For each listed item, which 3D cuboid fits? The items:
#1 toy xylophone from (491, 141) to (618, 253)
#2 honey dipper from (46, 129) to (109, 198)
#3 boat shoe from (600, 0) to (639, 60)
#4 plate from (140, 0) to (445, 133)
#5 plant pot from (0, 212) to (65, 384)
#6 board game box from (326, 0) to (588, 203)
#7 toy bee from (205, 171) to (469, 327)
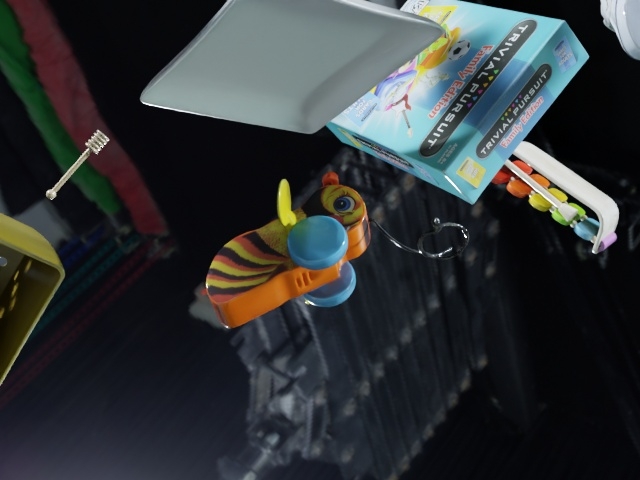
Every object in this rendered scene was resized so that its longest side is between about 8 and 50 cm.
[{"bbox_3d":[0.451,-0.099,1.733,0.322,0.236,0.081,44,-59,27],"label":"toy xylophone"},{"bbox_3d":[-0.466,-0.141,1.649,0.030,0.161,0.030,39,-3,3],"label":"honey dipper"},{"bbox_3d":[0.508,-0.384,1.421,0.095,0.258,0.084,18,-32,-13],"label":"boat shoe"},{"bbox_3d":[-0.039,-0.225,1.045,0.277,0.278,0.045,-30,-116,46],"label":"plate"},{"bbox_3d":[-0.508,0.046,1.242,0.212,0.212,0.187,28,13,-24],"label":"plant pot"},{"bbox_3d":[0.173,-0.220,1.246,0.079,0.254,0.336,41,-4,-36],"label":"board game box"},{"bbox_3d":[0.000,0.000,1.062,0.195,0.298,0.162,105,-26,-42],"label":"toy bee"}]
